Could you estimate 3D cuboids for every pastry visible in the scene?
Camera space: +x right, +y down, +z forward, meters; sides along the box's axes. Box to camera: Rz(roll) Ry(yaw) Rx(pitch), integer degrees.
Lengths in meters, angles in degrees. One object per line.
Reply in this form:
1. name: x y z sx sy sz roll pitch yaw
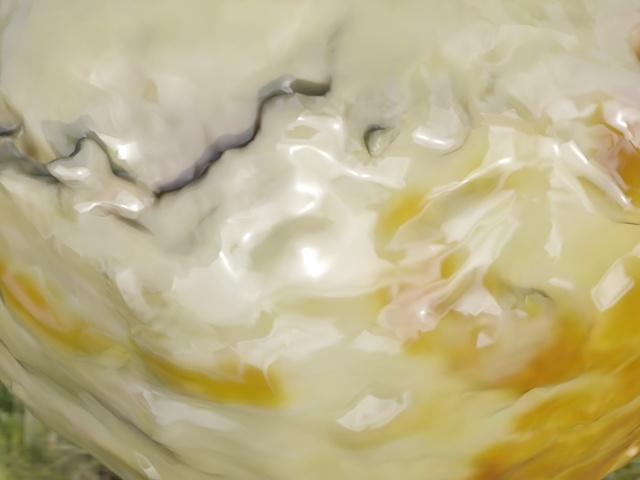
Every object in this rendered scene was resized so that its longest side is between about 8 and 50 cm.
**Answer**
1. pastry: 0.005 0.005 0.534 0.237 0.256 0.170 18 62 1
